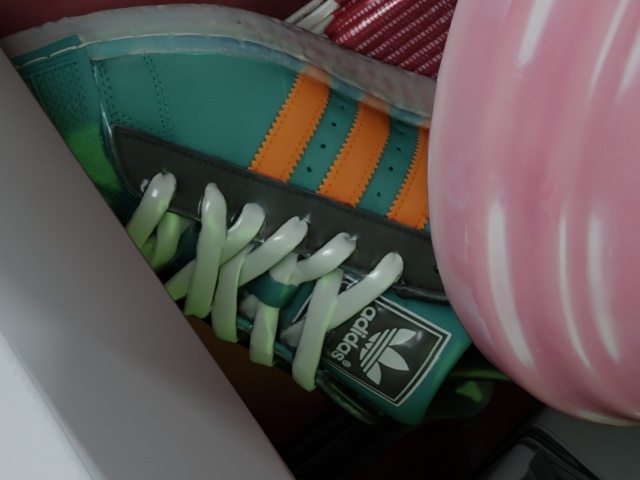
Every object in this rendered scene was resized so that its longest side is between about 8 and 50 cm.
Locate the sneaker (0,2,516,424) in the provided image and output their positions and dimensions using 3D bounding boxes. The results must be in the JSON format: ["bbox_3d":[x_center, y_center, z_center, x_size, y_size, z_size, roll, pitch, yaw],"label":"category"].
[{"bbox_3d":[0.000,0.000,0.658,0.302,0.121,0.108,7,136,-34],"label":"sneaker"}]

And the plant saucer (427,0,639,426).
[{"bbox_3d":[0.187,-0.067,0.609,0.332,0.084,0.332,-24,132,-29],"label":"plant saucer"}]

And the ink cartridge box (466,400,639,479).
[{"bbox_3d":[0.089,0.264,1.051,0.285,0.166,0.395,-53,172,28],"label":"ink cartridge box"}]

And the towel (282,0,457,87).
[{"bbox_3d":[0.157,-0.104,0.742,0.329,0.037,0.237,-33,142,15],"label":"towel"}]

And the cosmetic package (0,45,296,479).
[{"bbox_3d":[-0.137,0.127,0.476,0.284,0.377,0.097,-46,151,17],"label":"cosmetic package"}]

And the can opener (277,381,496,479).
[{"bbox_3d":[0.026,0.097,0.990,0.186,0.073,0.059,-41,-168,14],"label":"can opener"}]
